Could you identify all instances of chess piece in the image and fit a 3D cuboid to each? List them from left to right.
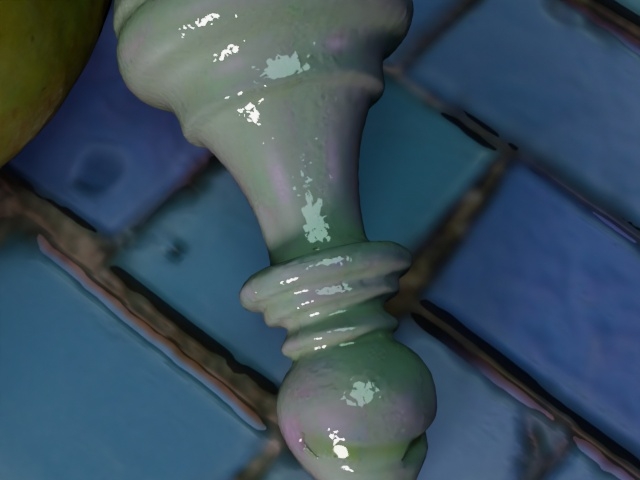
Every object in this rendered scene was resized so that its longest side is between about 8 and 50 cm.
[{"bbox_3d":[0.000,0.000,0.547,0.139,0.139,0.271,-13,79,-9],"label":"chess piece"}]

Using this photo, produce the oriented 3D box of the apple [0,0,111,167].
[{"bbox_3d":[-0.212,-0.142,0.545,0.261,0.194,0.260,2,66,-5],"label":"apple"}]
